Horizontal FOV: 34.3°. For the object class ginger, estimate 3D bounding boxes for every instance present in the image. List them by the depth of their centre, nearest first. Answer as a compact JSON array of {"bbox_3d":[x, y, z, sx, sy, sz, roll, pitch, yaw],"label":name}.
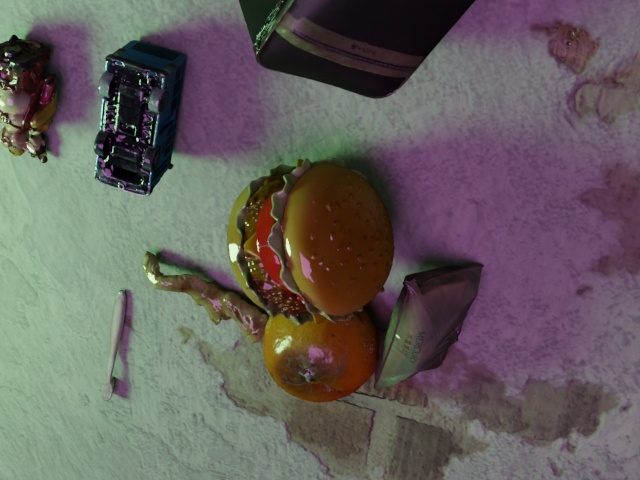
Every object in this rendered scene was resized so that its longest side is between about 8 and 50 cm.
[{"bbox_3d":[-0.222,0.111,1.991,0.288,0.075,0.089,28,133,-6],"label":"ginger"}]

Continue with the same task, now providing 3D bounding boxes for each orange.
[{"bbox_3d":[-0.001,0.202,1.906,0.224,0.170,0.224,10,125,15],"label":"orange"}]

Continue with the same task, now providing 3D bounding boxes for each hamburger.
[{"bbox_3d":[0.000,0.000,1.691,0.212,0.274,0.274,-8,123,48],"label":"hamburger"}]

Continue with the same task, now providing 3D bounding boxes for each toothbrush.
[{"bbox_3d":[-0.430,0.219,2.163,0.025,0.030,0.307,13,125,-3],"label":"toothbrush"}]

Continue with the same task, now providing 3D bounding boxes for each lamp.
[{"bbox_3d":[-0.528,-0.232,1.829,0.118,0.118,0.253,18,126,7],"label":"lamp"}]

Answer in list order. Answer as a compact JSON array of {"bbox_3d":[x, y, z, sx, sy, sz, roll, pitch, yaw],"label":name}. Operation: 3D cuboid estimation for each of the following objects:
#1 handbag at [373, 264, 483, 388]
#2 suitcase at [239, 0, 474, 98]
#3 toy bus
[{"bbox_3d":[0.188,0.146,1.826,0.117,0.182,0.270,51,142,38],"label":"handbag"},{"bbox_3d":[0.091,-0.386,1.411,0.283,0.194,0.434,9,140,-35],"label":"suitcase"},{"bbox_3d":[-0.304,-0.206,1.753,0.116,0.133,0.234,17,122,6],"label":"toy bus"}]
